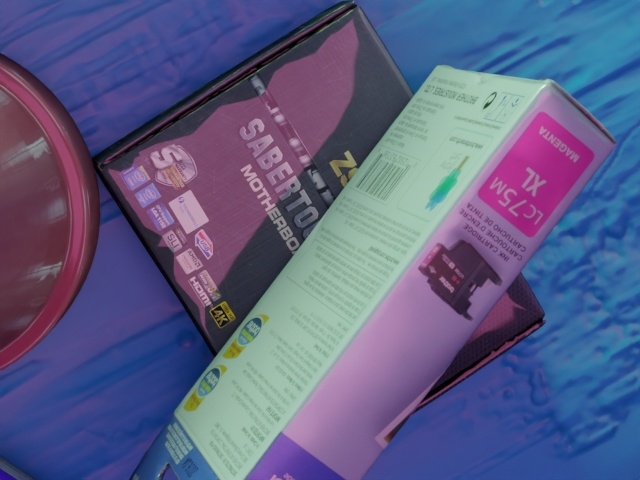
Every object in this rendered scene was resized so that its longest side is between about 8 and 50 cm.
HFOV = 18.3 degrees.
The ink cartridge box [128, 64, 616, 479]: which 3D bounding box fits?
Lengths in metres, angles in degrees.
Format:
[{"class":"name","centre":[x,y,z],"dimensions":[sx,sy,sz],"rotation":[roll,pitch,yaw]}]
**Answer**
[{"class":"ink cartridge box","centre":[0.018,0.045,1.075],"dimensions":[0.065,0.186,0.311],"rotation":[40,87,-15]}]

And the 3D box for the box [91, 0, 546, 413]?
[{"class":"box","centre":[0.000,0.000,1.194],"dimensions":[0.183,0.059,0.233],"rotation":[-32,101,-7]}]

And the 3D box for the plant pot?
[{"class":"plant pot","centre":[-0.228,-0.008,1.065],"dimensions":[0.201,0.180,0.201],"rotation":[0,99,1]}]

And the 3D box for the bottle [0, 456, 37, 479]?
[{"class":"bottle","centre":[-0.260,0.146,1.137],"dimensions":[0.283,0.092,0.118],"rotation":[34,92,-13]}]
